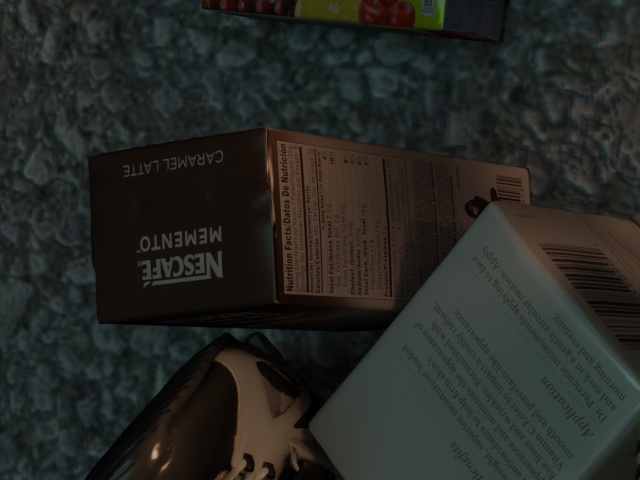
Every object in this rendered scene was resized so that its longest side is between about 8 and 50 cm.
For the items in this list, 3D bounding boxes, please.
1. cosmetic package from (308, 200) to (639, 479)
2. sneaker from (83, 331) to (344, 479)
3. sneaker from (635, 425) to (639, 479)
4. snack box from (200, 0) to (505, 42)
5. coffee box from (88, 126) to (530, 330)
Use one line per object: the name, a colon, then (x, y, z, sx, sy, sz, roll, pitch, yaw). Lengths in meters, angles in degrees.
cosmetic package: (0.126, 0.098, 1.119, 0.184, 0.151, 0.151, -51, 57, 25)
sneaker: (-0.037, 0.138, 1.161, 0.146, 0.330, 0.122, 45, 101, 7)
sneaker: (0.208, 0.164, 1.000, 0.147, 0.145, 0.385, -139, 46, -72)
snack box: (0.028, -0.223, 1.278, 0.207, 0.070, 0.175, 12, 95, 39)
coffee box: (0.000, 0.000, 1.170, 0.141, 0.246, 0.098, -8, 81, 40)
